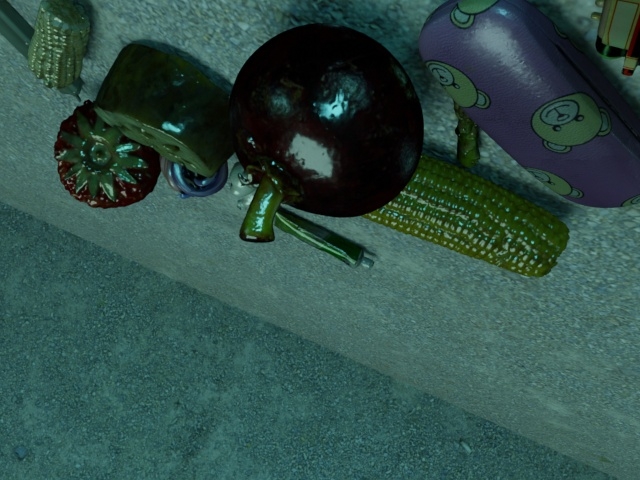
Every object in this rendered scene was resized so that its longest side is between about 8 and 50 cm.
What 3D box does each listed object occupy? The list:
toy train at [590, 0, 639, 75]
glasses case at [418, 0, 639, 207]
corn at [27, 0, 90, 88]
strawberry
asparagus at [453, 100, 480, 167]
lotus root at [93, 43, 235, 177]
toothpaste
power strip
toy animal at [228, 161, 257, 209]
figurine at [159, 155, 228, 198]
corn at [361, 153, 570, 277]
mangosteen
[{"bbox_3d":[0.258,-0.186,0.485,0.087,0.050,0.138,22,163,23],"label":"toy train"},{"bbox_3d":[0.231,-0.130,0.622,0.316,0.075,0.123,34,159,-26],"label":"glasses case"},{"bbox_3d":[-0.396,-0.306,0.936,0.087,0.087,0.211,32,153,-20],"label":"corn"},{"bbox_3d":[-0.398,-0.159,1.185,0.205,0.205,0.244,28,-178,-8],"label":"strawberry"},{"bbox_3d":[0.174,-0.140,0.731,0.030,0.036,0.165,-3,152,14],"label":"asparagus"},{"bbox_3d":[-0.226,-0.199,0.938,0.235,0.119,0.138,30,166,-12],"label":"lotus root"},{"bbox_3d":[0.000,0.000,1.307,0.248,0.047,0.078,27,159,1],"label":"toothpaste"},{"bbox_3d":[-0.496,-0.328,1.068,0.060,0.027,0.252,14,158,27],"label":"power strip"},{"bbox_3d":[-0.136,-0.107,1.142,0.085,0.071,0.124,9,160,21],"label":"toy animal"},{"bbox_3d":[-0.247,-0.143,1.133,0.114,0.126,0.157,7,-170,-37],"label":"figurine"},{"bbox_3d":[0.167,-0.050,0.856,0.363,0.120,0.120,23,161,3],"label":"corn"},{"bbox_3d":[-0.015,-0.108,0.696,0.235,0.261,0.235,30,159,13],"label":"mangosteen"}]
